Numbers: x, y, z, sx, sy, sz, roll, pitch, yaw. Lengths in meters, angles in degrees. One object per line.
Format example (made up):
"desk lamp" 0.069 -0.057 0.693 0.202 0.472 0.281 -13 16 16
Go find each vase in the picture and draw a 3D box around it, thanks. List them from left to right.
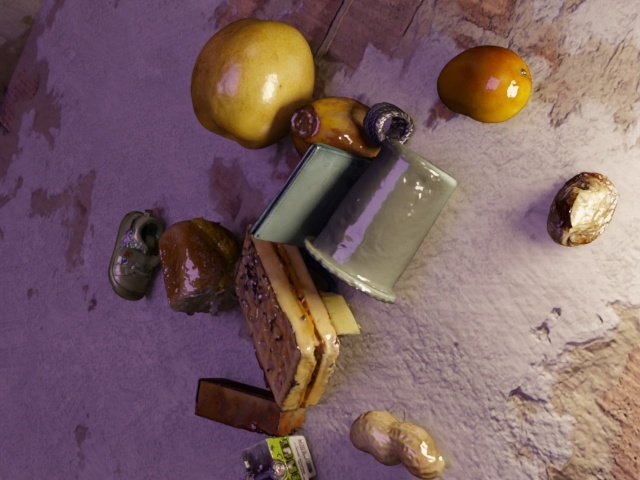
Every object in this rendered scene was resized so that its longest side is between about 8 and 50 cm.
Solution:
"vase" 0.133 -0.049 1.721 0.245 0.245 0.291 43 105 39

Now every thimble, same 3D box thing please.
"thimble" 0.150 -0.253 1.826 0.095 0.104 0.066 -46 42 -7

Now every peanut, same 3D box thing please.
"peanut" 0.157 0.414 1.694 0.228 0.085 0.104 12 98 42

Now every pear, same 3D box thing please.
"pear" -0.166 -0.382 2.014 0.314 0.314 0.314 -10 74 41

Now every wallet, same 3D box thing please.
"wallet" 0.007 -0.090 1.798 0.054 0.290 0.251 47 111 34

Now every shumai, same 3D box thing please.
"shumai" 0.468 -0.067 1.511 0.139 0.105 0.123 -43 47 -3

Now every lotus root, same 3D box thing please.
"lotus root" 0.017 -0.230 1.897 0.188 0.180 0.199 -29 62 31

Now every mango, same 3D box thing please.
"mango" 0.326 -0.318 1.668 0.221 0.120 0.151 35 106 49

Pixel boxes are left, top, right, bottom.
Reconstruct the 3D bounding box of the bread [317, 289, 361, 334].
"bread" 0.042 0.161 1.853 0.080 0.084 0.109 -17 70 53

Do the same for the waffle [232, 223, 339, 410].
"waffle" -0.087 0.161 1.871 0.261 0.114 0.376 106 147 -49

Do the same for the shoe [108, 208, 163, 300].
"shoe" -0.526 0.037 2.359 0.128 0.140 0.262 -15 64 50

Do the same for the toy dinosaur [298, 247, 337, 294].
"toy dinosaur" 0.000 0.000 1.955 0.188 0.075 0.248 22 90 33

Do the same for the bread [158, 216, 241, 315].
"bread" -0.286 0.069 2.097 0.176 0.195 0.246 -32 62 41

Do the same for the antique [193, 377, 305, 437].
"antique" -0.173 0.402 1.996 0.310 0.087 0.093 5 86 42

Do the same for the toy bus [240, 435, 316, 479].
"toy bus" -0.068 0.585 1.833 0.113 0.139 0.302 -32 69 34
